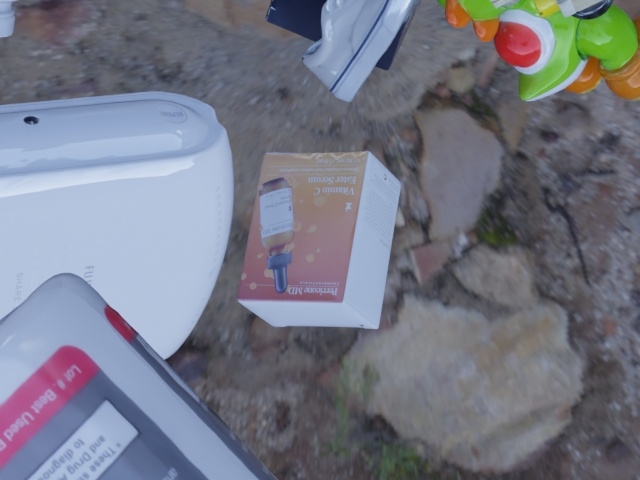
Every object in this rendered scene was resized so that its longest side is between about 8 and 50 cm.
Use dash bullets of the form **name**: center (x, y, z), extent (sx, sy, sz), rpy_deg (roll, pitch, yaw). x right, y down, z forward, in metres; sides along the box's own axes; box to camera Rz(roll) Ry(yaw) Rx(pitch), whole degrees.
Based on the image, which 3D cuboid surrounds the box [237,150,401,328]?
- **box**: center (0.000, 0.000, 1.567), extent (0.130, 0.091, 0.171), rpy_deg (0, 69, 26)

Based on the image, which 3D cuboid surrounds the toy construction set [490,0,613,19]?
- **toy construction set**: center (0.244, -0.327, 1.348), extent (0.327, 0.151, 0.215), rpy_deg (-30, 68, 27)

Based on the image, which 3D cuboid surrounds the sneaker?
- **sneaker**: center (0.049, -0.263, 1.700), extent (0.091, 0.094, 0.258), rpy_deg (32, 135, -3)

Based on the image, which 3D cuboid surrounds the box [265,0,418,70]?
- **box**: center (0.094, -0.456, 1.873), extent (0.178, 0.343, 0.312), rpy_deg (23, 141, 2)

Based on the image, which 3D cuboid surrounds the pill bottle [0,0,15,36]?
- **pill bottle**: center (-0.421, -0.356, 1.858), extent (0.112, 0.112, 0.187), rpy_deg (10, 108, 0)

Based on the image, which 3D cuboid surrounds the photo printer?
- **photo printer**: center (-0.219, 0.006, 1.190), extent (0.307, 0.107, 0.256), rpy_deg (-8, 134, -27)

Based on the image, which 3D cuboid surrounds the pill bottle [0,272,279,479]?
- **pill bottle**: center (-0.068, 0.184, 0.666), extent (0.176, 0.176, 0.318), rpy_deg (-43, 95, 6)

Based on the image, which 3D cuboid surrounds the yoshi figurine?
- **yoshi figurine**: center (0.232, -0.303, 1.607), extent (0.362, 0.203, 0.203), rpy_deg (27, 123, -38)
